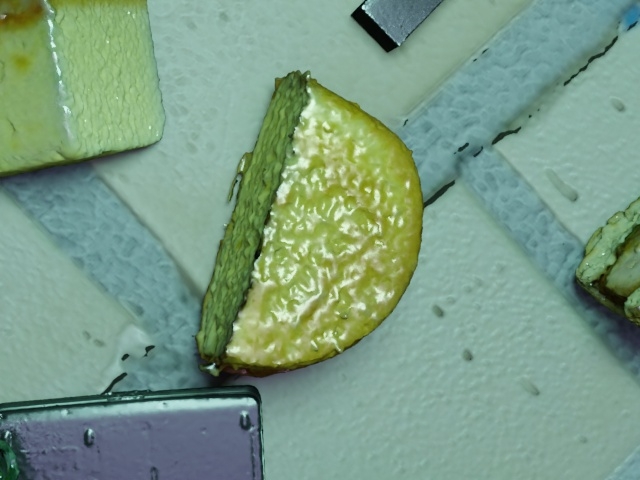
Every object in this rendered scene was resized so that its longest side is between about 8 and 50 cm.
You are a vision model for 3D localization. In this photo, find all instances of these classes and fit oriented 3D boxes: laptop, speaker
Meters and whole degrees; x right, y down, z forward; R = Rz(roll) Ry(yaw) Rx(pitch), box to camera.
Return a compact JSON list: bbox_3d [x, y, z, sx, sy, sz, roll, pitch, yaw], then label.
[{"bbox_3d":[-0.142,0.191,0.934,0.207,0.026,0.154,-3,91,-9],"label":"laptop"},{"bbox_3d":[0.107,-0.230,0.967,0.046,0.040,0.191,45,83,-9],"label":"speaker"}]

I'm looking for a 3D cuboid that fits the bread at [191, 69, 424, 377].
[{"bbox_3d":[0.000,0.000,0.898,0.139,0.143,0.229,18,89,-8],"label":"bread"}]

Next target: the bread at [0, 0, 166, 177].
[{"bbox_3d":[-0.234,-0.168,0.917,0.178,0.135,0.240,-9,93,24],"label":"bread"}]

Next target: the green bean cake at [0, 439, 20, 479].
[{"bbox_3d":[-0.277,0.246,0.815,0.107,0.208,0.194,-3,95,24],"label":"green bean cake"}]

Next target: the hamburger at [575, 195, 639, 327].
[{"bbox_3d":[0.330,-0.020,0.974,0.262,0.124,0.131,-45,115,-2],"label":"hamburger"}]
